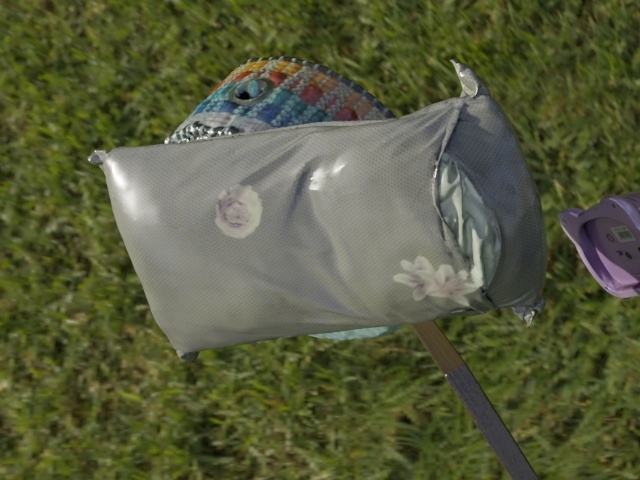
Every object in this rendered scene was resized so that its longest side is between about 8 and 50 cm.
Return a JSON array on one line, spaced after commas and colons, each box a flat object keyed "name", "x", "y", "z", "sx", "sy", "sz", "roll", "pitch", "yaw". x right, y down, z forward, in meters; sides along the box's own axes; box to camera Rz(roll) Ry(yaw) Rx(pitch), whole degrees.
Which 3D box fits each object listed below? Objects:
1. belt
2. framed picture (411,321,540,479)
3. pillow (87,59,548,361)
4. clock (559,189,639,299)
[{"name": "belt", "x": -0.007, "y": -0.032, "z": 1.117, "sx": 0.257, "sy": 0.207, "sz": 0.150, "roll": 43, "pitch": 54, "yaw": -6}, {"name": "framed picture", "x": 0.148, "y": 0.156, "z": 1.233, "sx": 0.023, "sy": 0.128, "sz": 0.168, "roll": -33, "pitch": 114, "yaw": 1}, {"name": "pillow", "x": 0.000, "y": 0.000, "z": 0.744, "sx": 0.255, "sy": 0.059, "sz": 0.169, "roll": -9, "pitch": 119, "yaw": 18}, {"name": "clock", "x": 0.300, "y": -0.004, "z": 1.242, "sx": 0.050, "sy": 0.153, "sz": 0.110, "roll": -38, "pitch": 94, "yaw": -16}]
